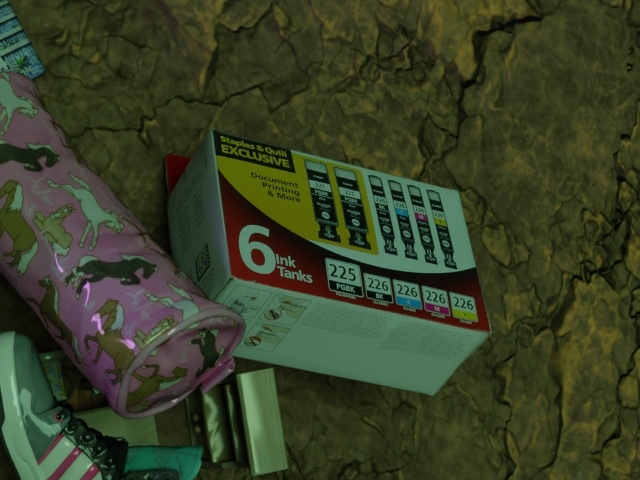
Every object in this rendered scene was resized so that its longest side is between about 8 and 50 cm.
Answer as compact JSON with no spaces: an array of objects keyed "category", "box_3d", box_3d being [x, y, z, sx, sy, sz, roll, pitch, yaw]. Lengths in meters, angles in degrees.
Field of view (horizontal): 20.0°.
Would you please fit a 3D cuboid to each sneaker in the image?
[{"category":"sneaker","box_3d":[-0.207,0.212,1.784,0.178,0.124,0.295,-17,98,1]}]

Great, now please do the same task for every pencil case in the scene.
[{"category":"pencil case","box_3d":[-0.242,0.004,1.789,0.167,0.160,0.386,-25,60,-35]}]

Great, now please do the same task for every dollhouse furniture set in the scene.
[{"category":"dollhouse furniture set","box_3d":[-0.181,0.205,1.896,0.242,0.161,0.212,-9,90,-26]}]

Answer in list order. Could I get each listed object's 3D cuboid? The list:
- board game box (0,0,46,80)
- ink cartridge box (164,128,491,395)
[{"category":"board game box","box_3d":[-0.406,-0.220,1.880,0.194,0.060,0.194,-31,100,-25]},{"category":"ink cartridge box","box_3d":[0.000,0.000,1.954,0.310,0.130,0.271,13,46,-26]}]
